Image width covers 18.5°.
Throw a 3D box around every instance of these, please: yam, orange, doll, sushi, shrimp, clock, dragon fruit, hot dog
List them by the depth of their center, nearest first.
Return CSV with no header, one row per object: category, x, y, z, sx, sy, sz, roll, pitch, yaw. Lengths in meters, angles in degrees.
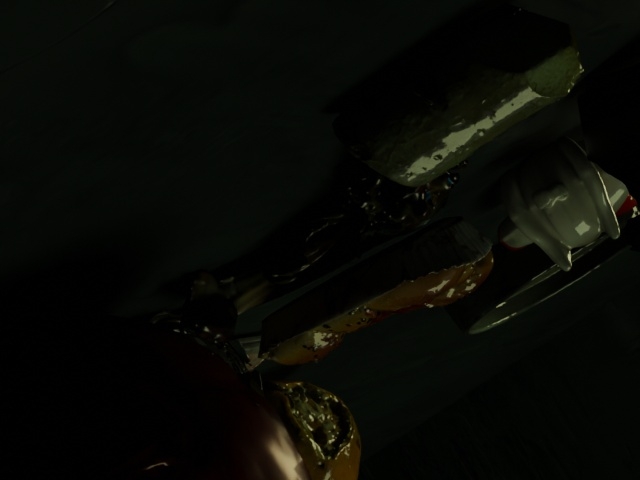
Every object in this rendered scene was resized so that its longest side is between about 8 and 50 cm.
yam,0.083,-0.087,1.151,0.146,0.069,0.070,-33,170,15
dragon fruit,-0.140,0.193,1.201,0.296,0.295,0.302,-29,-163,-15
shrimp,0.000,0.000,1.337,0.222,0.054,0.290,-29,177,-13
hot dog,0.040,0.039,1.405,0.191,0.059,0.108,-26,179,35
sushi,0.314,-0.093,1.563,0.150,0.153,0.172,-51,140,-36
doll,0.237,-0.044,1.751,0.188,0.099,0.384,-35,176,15
orange,-0.028,0.216,2.006,0.155,0.154,0.134,-22,176,-43
clock,0.261,0.014,2.176,0.281,0.055,0.280,-30,169,-6

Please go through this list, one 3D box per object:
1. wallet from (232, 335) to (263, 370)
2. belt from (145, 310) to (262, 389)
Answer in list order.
wallet,-0.104,0.116,1.693,0.103,0.020,0.196,-35,169,16
belt,-0.101,0.106,1.421,0.058,0.105,0.140,-35,159,23
